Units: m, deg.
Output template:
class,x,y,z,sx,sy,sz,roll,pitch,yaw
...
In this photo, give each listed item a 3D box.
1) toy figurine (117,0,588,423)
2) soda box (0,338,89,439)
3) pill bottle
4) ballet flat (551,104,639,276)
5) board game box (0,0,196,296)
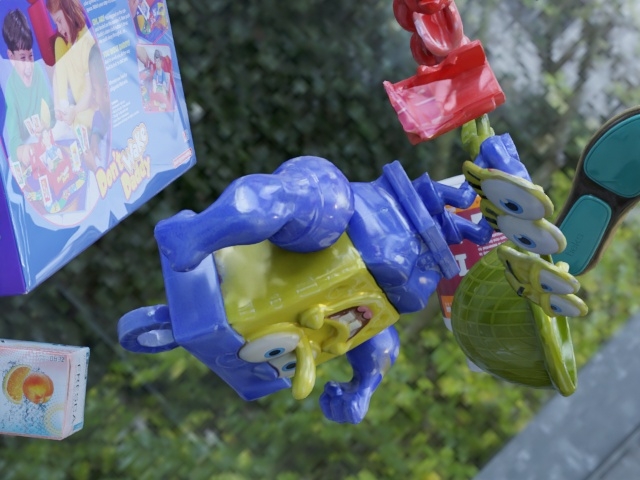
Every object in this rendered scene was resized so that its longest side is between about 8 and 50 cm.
class,x,y,z,sx,sy,sz,roll,pitch,yaw
toy figurine,0.000,0.000,0.764,0.362,0.217,0.191,54,13,-66
soda box,-0.249,0.092,0.989,0.183,0.058,0.063,6,1,5
pill bottle,0.132,0.024,1.195,0.086,0.086,0.152,-128,-157,-83
ballet flat,0.290,-0.061,1.503,0.080,0.232,0.073,33,41,5
board game box,-0.203,-0.122,1.116,0.347,0.078,0.233,-49,132,-68
